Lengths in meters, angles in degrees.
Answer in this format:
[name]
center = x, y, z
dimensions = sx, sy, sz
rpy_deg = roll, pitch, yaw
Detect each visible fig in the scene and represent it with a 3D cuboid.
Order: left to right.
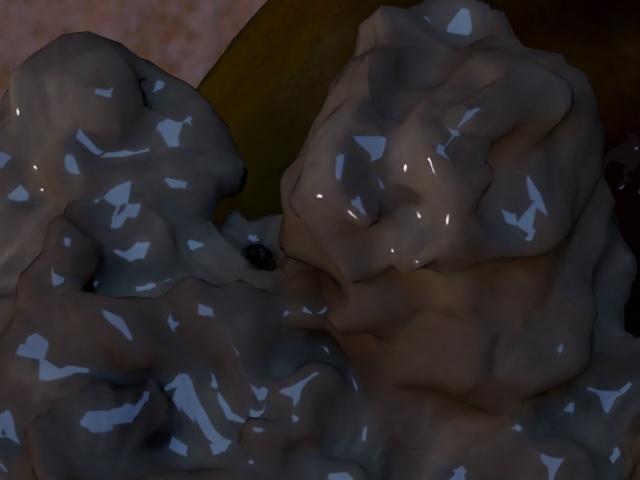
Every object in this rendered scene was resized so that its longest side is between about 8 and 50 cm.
[fig]
center = -0.001, -0.001, 0.589
dimensions = 0.274, 0.145, 0.170
rpy_deg = -24, 65, 2

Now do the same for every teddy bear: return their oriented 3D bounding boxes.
[teddy bear]
center = 0.017, 0.112, 0.460
dimensions = 0.367, 0.224, 0.357
rpy_deg = 6, 102, 5
